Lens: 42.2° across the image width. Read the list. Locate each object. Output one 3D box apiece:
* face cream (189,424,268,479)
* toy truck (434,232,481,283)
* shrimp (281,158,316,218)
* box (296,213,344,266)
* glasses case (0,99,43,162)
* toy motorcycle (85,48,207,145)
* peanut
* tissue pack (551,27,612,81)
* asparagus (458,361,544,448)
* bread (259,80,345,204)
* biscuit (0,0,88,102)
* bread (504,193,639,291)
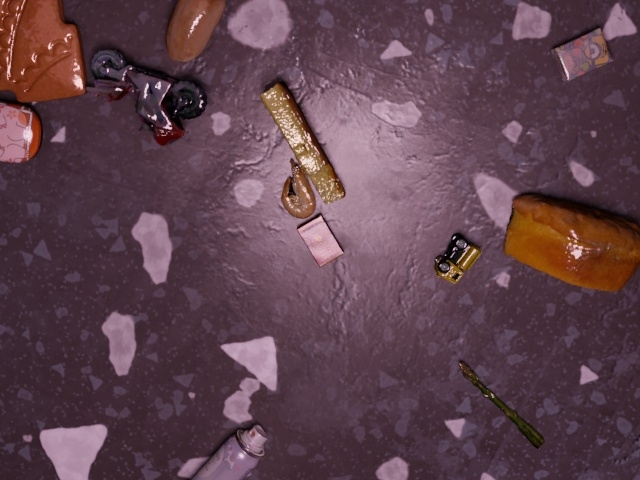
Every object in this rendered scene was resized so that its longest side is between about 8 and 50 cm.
[{"bbox_3d":[-0.183,0.435,1.545,0.075,0.075,0.229,41,99,-7],"label":"face cream"},{"bbox_3d":[0.240,0.035,1.466,0.054,0.049,0.083,35,99,-8],"label":"toy truck"},{"bbox_3d":[-0.046,-0.088,1.459,0.059,0.023,0.108,-19,101,14],"label":"shrimp"},{"bbox_3d":[0.000,0.000,1.475,0.052,0.023,0.082,-31,100,6],"label":"box"},{"bbox_3d":[-0.611,-0.198,1.419,0.267,0.067,0.103,8,102,-1],"label":"glasses case"},{"bbox_3d":[-0.298,-0.239,1.404,0.213,0.082,0.122,24,102,8],"label":"toy motorcycle"},{"bbox_3d":[-0.209,-0.366,1.375,0.076,0.076,0.152,28,106,-5],"label":"peanut"},{"bbox_3d":[0.440,-0.311,1.396,0.083,0.035,0.063,-25,100,5],"label":"tissue pack"},{"bbox_3d":[0.332,0.303,1.536,0.233,0.022,0.023,44,143,-10],"label":"asparagus"},{"bbox_3d":[-0.027,-0.162,1.410,0.049,0.088,0.226,-29,99,5],"label":"bread"},{"bbox_3d":[-0.520,-0.348,1.398,0.306,0.043,0.284,37,100,-7],"label":"biscuit"},{"bbox_3d":[0.449,0.011,1.415,0.260,0.134,0.129,15,103,-2],"label":"bread"}]
